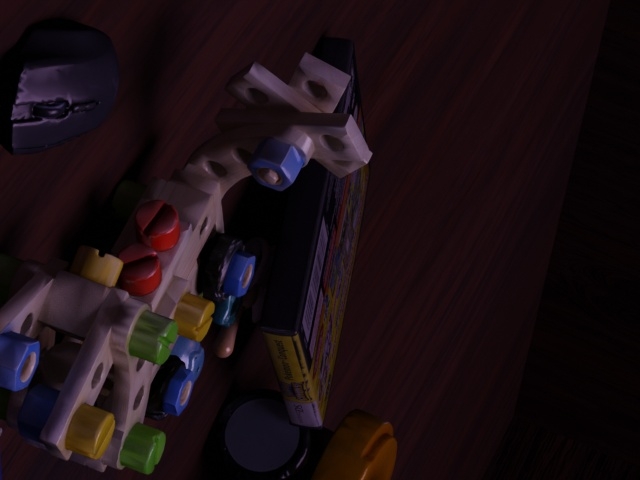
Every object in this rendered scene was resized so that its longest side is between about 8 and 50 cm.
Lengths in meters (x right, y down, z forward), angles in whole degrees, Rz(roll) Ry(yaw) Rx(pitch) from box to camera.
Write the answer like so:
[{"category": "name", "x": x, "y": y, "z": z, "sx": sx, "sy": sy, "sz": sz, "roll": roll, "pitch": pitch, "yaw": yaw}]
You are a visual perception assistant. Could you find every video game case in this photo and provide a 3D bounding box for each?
[{"category": "video game case", "x": 0.000, "y": 0.000, "z": 1.581, "sx": 0.248, "sy": 0.035, "sz": 0.275, "roll": 78, "pitch": 22, "yaw": -65}]

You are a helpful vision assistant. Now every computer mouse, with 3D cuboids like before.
[{"category": "computer mouse", "x": -0.170, "y": -0.067, "z": 0.973, "sx": 0.242, "sy": 0.041, "sz": 0.071, "roll": -41, "pitch": 151, "yaw": -59}]

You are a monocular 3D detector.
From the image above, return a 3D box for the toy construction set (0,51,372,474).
[{"category": "toy construction set", "x": -0.106, "y": 0.015, "z": 1.148, "sx": 0.328, "sy": 0.151, "sz": 0.215, "roll": -48, "pitch": 158, "yaw": -26}]

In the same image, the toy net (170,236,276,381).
[{"category": "toy net", "x": -0.082, "y": 0.039, "z": 1.456, "sx": 0.232, "sy": 0.045, "sz": 0.122, "roll": -46, "pitch": 152, "yaw": -60}]

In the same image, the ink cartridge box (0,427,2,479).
[{"category": "ink cartridge box", "x": -0.188, "y": 0.339, "z": 1.139, "sx": 0.324, "sy": 0.071, "sz": 0.330, "roll": 99, "pitch": -5, "yaw": -55}]

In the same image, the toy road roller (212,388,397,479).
[{"category": "toy road roller", "x": -0.015, "y": 0.316, "z": 1.694, "sx": 0.202, "sy": 0.240, "sz": 0.330, "roll": 68, "pitch": 46, "yaw": -69}]
